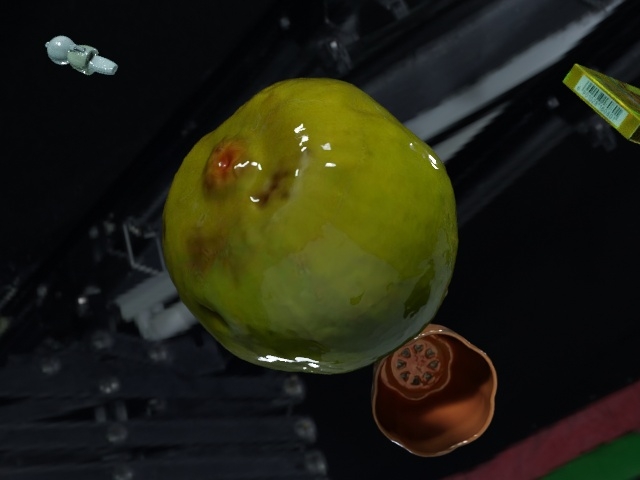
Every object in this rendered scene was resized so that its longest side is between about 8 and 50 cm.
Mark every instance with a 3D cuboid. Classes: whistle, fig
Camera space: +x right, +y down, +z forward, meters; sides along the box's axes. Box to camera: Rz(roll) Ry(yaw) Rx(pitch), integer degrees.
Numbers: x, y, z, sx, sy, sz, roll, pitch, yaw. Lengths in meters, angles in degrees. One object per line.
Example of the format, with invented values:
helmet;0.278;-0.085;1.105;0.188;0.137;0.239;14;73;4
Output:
whistle;-0.293;-0.223;1.329;0.100;0.035;0.035;22;-36;15
fig;0.006;-0.002;1.222;0.343;0.343;0.343;-12;-37;-10

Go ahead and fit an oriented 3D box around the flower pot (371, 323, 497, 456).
flower pot;0.155;0.209;1.646;0.191;0.173;0.190;-1;-81;-6

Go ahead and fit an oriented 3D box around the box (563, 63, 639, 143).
box;0.384;-0.144;1.286;0.193;0.121;0.030;9;-56;-42
